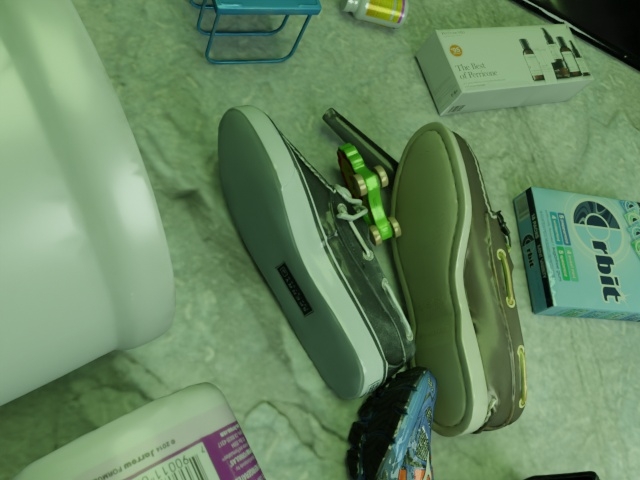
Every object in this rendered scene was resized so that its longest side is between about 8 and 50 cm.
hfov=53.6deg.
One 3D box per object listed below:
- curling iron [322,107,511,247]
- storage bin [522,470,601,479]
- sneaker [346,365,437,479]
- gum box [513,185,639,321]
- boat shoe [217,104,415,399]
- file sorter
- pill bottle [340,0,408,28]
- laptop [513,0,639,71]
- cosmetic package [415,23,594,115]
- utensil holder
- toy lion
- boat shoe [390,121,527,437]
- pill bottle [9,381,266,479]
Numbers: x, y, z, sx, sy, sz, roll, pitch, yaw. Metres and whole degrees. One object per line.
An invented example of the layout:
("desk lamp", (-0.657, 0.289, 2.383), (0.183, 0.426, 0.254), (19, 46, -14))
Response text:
("curling iron", (0.113, -0.065, 0.749), (0.274, 0.035, 0.068), (35, 56, -6))
("storage bin", (0.191, 0.300, 0.572), (0.180, 0.122, 0.084), (-29, 81, -29))
("sneaker", (0.073, 0.226, 0.593), (0.087, 0.083, 0.221), (28, 66, -23))
("gum box", (0.343, 0.020, 0.802), (0.184, 0.041, 0.157), (5, 66, -19))
("boat shoe", (0.002, -0.001, 0.634), (0.105, 0.113, 0.306), (-25, 82, -35))
("file sorter", (-0.092, -0.302, 0.728), (0.118, 0.104, 0.170), (-9, 72, -25))
("pill bottle", (0.070, -0.308, 0.831), (0.083, 0.043, 0.043), (7, 66, -20))
("laptop", (0.487, -0.503, 1.099), (0.382, 0.236, 0.408), (24, 90, -11))
("cosmetic package", (0.255, -0.238, 0.866), (0.239, 0.060, 0.099), (-12, 72, -26))
("utensil holder", (-0.337, -0.001, 0.381), (0.385, 0.327, 0.327), (-27, 80, -26))
("toy lion", (0.046, -0.055, 0.696), (0.034, 0.096, 0.100), (-23, 117, -9))
("boat shoe", (0.150, 0.036, 0.671), (0.097, 0.116, 0.324), (4, 74, -31))
("pill bottle", (-0.085, 0.271, 0.449), (0.169, 0.169, 0.301), (-22, 78, -28))
